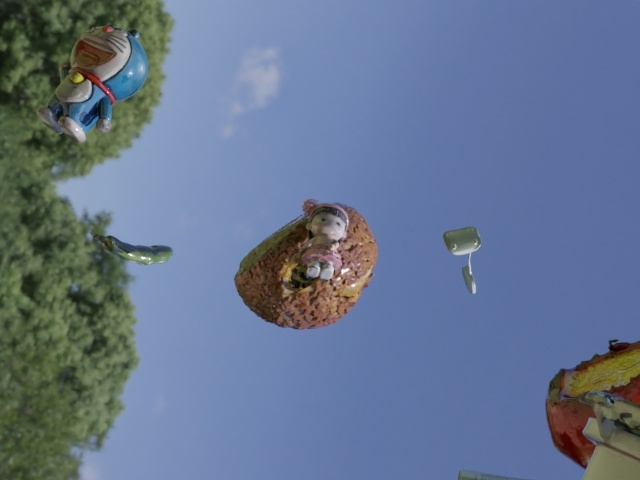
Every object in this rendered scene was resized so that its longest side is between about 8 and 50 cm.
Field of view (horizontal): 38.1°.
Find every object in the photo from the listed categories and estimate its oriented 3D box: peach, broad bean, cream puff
[{"bbox_3d":[0.460,0.248,1.443,0.196,0.190,0.226,29,-81,34],"label":"peach"},{"bbox_3d":[-0.387,0.020,1.967,0.039,0.227,0.069,-42,-122,19],"label":"broad bean"},{"bbox_3d":[-0.012,0.059,1.817,0.303,0.212,0.303,-38,179,-1],"label":"cream puff"}]

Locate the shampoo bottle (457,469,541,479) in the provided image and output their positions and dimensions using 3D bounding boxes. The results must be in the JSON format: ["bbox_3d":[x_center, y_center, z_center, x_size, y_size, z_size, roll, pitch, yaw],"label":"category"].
[{"bbox_3d":[0.317,0.392,1.426,0.072,0.213,0.049,-68,159,-67],"label":"shampoo bottle"}]

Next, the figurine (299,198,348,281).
[{"bbox_3d":[0.000,0.000,1.340,0.054,0.072,0.129,100,0,-56],"label":"figurine"}]

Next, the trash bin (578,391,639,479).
[{"bbox_3d":[0.325,0.360,0.894,0.367,0.296,0.256,-57,-152,-7],"label":"trash bin"}]

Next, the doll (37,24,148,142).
[{"bbox_3d":[-0.254,-0.185,1.058,0.152,0.114,0.085,-55,156,-16],"label":"doll"}]

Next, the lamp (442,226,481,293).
[{"bbox_3d":[0.231,0.038,1.517,0.198,0.056,0.050,74,-3,-62],"label":"lamp"}]
